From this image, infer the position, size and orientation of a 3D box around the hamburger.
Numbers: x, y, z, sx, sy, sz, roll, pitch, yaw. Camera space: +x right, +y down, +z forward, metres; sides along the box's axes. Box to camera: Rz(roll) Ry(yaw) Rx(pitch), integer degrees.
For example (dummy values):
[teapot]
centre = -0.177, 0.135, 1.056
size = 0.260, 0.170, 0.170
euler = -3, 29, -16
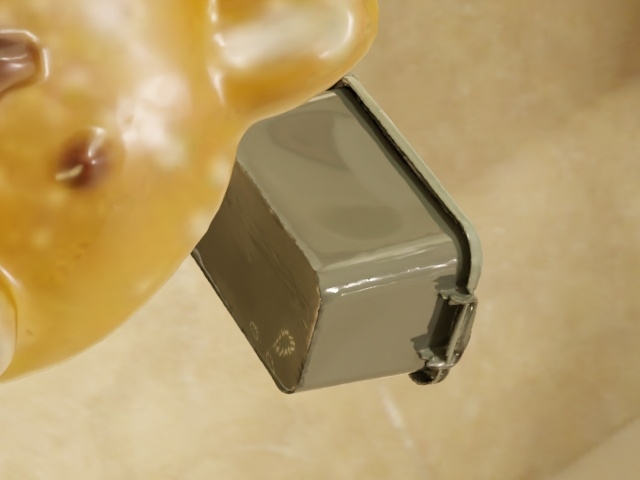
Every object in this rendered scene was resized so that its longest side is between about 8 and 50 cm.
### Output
[hamburger]
centre = -0.134, -0.071, 0.747
size = 0.303, 0.186, 0.261
euler = -10, 102, -9

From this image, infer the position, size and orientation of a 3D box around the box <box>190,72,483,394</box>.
[box]
centre = 0.000, 0.000, 1.368
size = 0.135, 0.243, 0.163
euler = -12, 138, -28
